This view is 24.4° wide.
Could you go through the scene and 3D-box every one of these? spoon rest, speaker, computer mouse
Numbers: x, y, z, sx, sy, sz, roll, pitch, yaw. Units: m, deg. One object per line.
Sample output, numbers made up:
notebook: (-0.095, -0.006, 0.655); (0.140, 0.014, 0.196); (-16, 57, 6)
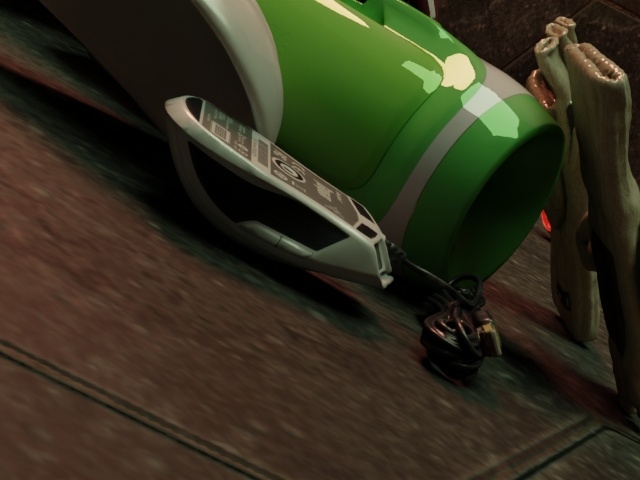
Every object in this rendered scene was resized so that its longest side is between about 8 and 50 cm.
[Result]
spoon rest: (-0.112, -0.142, 0.770); (0.276, 0.084, 0.137); (54, -23, 17)
speaker: (-0.010, -0.093, 0.849); (0.296, 0.131, 0.131); (36, 12, 25)
computer mouse: (0.000, 0.000, 0.695); (0.193, 0.042, 0.106); (34, 15, -11)

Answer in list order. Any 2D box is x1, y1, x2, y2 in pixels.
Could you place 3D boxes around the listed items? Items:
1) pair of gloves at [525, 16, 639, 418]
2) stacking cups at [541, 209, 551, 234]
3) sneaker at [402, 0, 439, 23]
pair of gloves: (0.161, -0.021, 0.848); (0.042, 0.204, 0.240); (-11, 14, 1)
stacking cups: (0.342, 0.006, 1.400); (0.316, 0.096, 0.096); (22, 14, -37)
sneaker: (-0.005, -0.152, 1.030); (0.106, 0.162, 0.281); (18, 16, -47)
